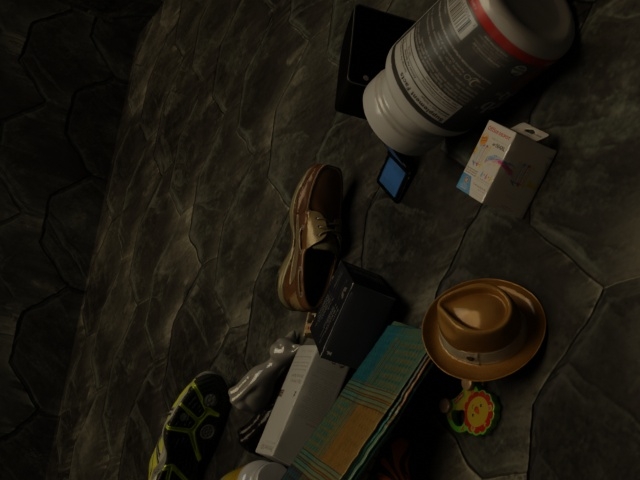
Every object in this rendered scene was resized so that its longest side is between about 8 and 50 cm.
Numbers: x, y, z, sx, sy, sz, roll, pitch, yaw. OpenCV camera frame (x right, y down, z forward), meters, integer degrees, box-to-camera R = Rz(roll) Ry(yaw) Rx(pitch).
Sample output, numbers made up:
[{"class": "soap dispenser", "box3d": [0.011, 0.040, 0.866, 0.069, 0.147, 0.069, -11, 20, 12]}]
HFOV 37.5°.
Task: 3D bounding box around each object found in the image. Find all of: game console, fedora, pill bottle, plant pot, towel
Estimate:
[{"class": "game console", "box3d": [0.134, -0.152, 1.903, 0.071, 0.107, 0.122, -38, 33, 2]}, {"class": "fedora", "box3d": [0.240, 0.119, 1.429, 0.194, 0.079, 0.194, -13, 51, 16]}, {"class": "pill bottle", "box3d": [-0.130, 0.488, 1.843, 0.184, 0.103, 0.103, -39, 41, 53]}, {"class": "plant pot", "box3d": [0.119, -0.342, 1.943, 0.167, 0.188, 0.187, 135, 145, -60]}, {"class": "towel", "box3d": [0.067, 0.301, 1.587, 0.370, 0.040, 0.271, -54, 10, -8]}, {"class": "pill bottle", "box3d": [0.244, -0.311, 1.643, 0.363, 0.210, 0.210, -39, 41, 47]}]

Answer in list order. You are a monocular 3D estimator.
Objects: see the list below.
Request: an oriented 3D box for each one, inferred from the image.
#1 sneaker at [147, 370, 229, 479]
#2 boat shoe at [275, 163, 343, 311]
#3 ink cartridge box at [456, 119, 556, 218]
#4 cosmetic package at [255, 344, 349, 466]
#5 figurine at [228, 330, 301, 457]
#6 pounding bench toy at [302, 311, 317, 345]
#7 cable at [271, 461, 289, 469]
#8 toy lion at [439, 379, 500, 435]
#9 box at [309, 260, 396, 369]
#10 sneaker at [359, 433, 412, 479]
[{"class": "sneaker", "box3d": [-0.345, 0.485, 2.306, 0.384, 0.145, 0.147, -66, 28, 7]}, {"class": "boat shoe", "box3d": [0.000, 0.000, 2.019, 0.120, 0.123, 0.324, 13, 93, 58]}, {"class": "ink cartridge box", "box3d": [0.306, -0.125, 1.538, 0.143, 0.090, 0.092, -66, 27, 11]}, {"class": "cosmetic package", "box3d": [-0.034, 0.324, 1.838, 0.231, 0.085, 0.117, -66, 15, -16]}, {"class": "figurine", "box3d": [-0.095, 0.318, 2.026, 0.209, 0.092, 0.215, -51, 31, 19]}, {"class": "pounding bench toy", "box3d": [0.003, 0.193, 1.942, 0.065, 0.052, 0.083, -8, 67, 60]}, {"class": "cable", "box3d": [-0.073, 0.519, 1.891, 0.184, 0.047, 0.150, 47, 120, 56]}, {"class": "toy lion", "box3d": [0.239, 0.268, 1.481, 0.100, 0.034, 0.096, -53, 40, 32]}, {"class": "box", "box3d": [0.058, 0.141, 1.792, 0.158, 0.093, 0.156, -116, 49, -74]}, {"class": "sneaker", "box3d": [0.135, 0.444, 1.474, 0.321, 0.180, 0.124, -60, -30, -48]}]
